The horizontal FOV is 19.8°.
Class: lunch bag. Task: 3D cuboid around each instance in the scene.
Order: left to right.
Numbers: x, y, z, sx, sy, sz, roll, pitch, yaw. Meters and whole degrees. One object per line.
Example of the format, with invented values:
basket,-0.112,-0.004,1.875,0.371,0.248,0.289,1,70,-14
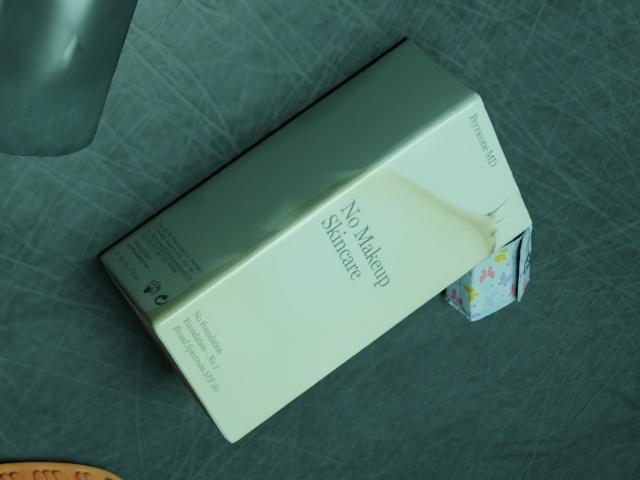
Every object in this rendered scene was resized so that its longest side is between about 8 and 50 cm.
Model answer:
lunch bag,0.155,0.022,1.625,0.083,0.053,0.071,-24,132,-30

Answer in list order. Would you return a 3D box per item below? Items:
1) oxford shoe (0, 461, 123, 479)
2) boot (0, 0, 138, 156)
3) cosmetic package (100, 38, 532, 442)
oxford shoe,-0.310,0.276,1.469,0.364,0.130,0.133,-15,159,-33
boot,-0.088,-0.245,1.107,0.367,0.146,0.445,17,109,-19
cosmetic package,0.000,0.000,1.468,0.309,0.113,0.160,-36,132,-7
